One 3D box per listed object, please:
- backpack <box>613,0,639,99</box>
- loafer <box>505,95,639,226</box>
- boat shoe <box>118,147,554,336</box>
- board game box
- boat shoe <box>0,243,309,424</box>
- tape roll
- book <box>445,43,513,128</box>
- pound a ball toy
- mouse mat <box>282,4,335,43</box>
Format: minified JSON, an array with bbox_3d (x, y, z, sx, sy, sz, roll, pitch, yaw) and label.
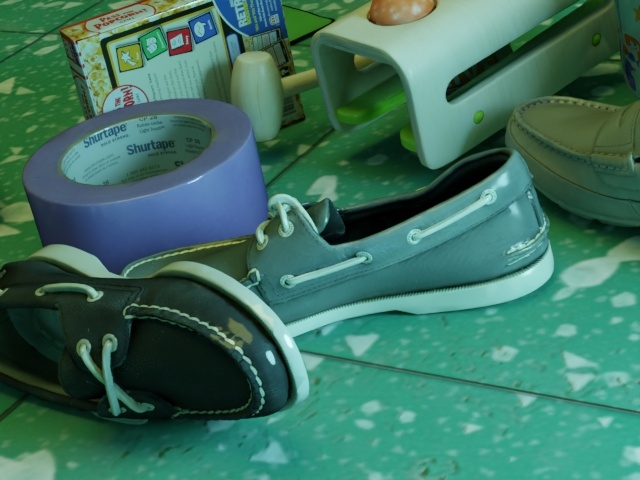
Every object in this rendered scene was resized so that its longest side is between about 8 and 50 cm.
[{"bbox_3d":[0.341,-0.216,1.119,0.191,0.254,0.225,-32,35,-33],"label":"backpack"},{"bbox_3d":[0.253,-0.062,1.020,0.112,0.112,0.319,-29,32,-29],"label":"loafer"},{"bbox_3d":[0.000,0.000,1.017,0.319,0.099,0.116,-8,29,7],"label":"boat shoe"},{"bbox_3d":[-0.118,-0.146,1.283,0.193,0.147,0.045,-22,30,-20],"label":"board game box"},{"bbox_3d":[-0.132,0.073,0.934,0.091,0.114,0.302,-32,22,-35],"label":"boat shoe"},{"bbox_3d":[-0.139,-0.040,1.168,0.188,0.080,0.189,-9,27,5],"label":"tape roll"},{"bbox_3d":[0.133,-0.135,1.292,0.096,0.035,0.144,-13,31,2],"label":"book"},{"bbox_3d":[0.092,-0.189,1.235,0.319,0.136,0.208,-32,36,-26],"label":"pound a ball toy"},{"bbox_3d":[-0.094,-0.228,1.573,0.152,0.007,0.189,-29,33,-29],"label":"mouse mat"}]
